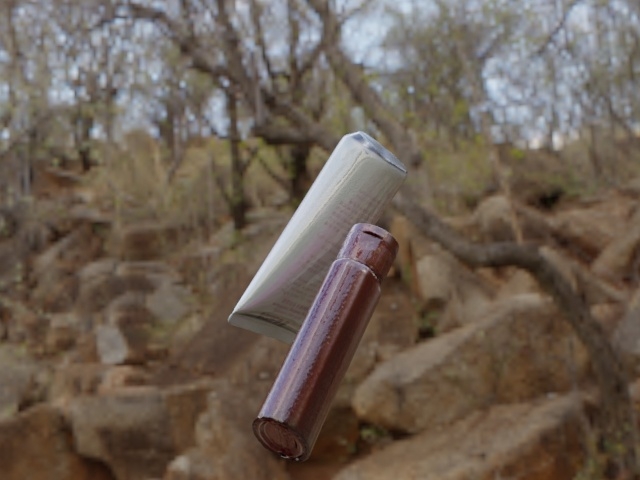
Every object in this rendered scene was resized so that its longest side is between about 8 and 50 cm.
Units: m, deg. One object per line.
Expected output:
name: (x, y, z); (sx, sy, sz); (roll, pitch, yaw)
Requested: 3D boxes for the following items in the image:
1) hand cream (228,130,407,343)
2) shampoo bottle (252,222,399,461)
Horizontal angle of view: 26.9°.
hand cream: (0.000, 0.000, 2.117); (0.118, 0.358, 0.185); (38, 7, 34)
shampoo bottle: (0.009, 0.101, 1.421); (0.064, 0.260, 0.102); (18, -29, 15)
